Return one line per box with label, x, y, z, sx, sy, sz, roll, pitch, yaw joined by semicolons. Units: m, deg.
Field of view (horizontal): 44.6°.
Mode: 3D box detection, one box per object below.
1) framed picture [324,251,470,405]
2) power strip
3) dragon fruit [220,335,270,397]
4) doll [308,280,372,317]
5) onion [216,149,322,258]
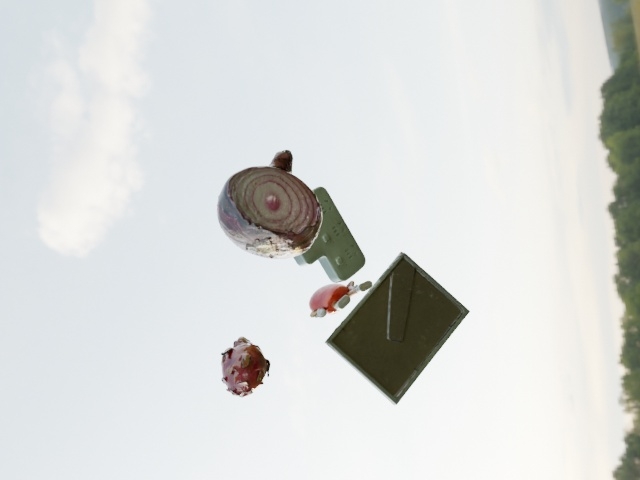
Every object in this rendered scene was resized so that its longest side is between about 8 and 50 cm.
framed picture;0.191;0.209;1.910;0.232;0.024;0.315;43;-110;2
power strip;0.001;0.000;2.165;0.193;0.059;0.265;-36;-80;-37
dragon fruit;-0.198;0.332;2.062;0.166;0.133;0.136;-98;3;-47
doll;0.038;0.178;2.320;0.183;0.217;0.085;-35;-76;-38
onion;-0.093;-0.071;1.453;0.140;0.195;0.218;113;166;-55
